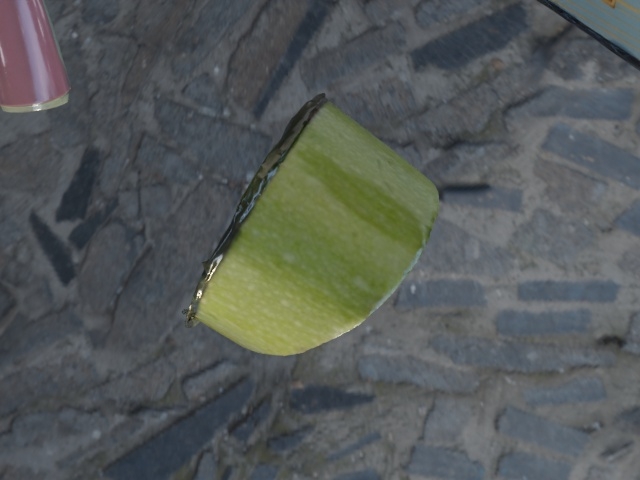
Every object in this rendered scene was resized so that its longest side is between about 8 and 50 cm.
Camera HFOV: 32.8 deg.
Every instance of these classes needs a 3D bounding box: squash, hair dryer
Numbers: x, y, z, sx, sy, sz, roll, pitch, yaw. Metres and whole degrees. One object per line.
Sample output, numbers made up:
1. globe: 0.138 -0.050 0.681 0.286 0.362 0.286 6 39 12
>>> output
1. squash: -0.013 0.000 0.884 0.133 0.220 0.220 33 104 -7
2. hair dryer: -0.223 -0.157 0.809 0.054 0.154 0.106 -13 108 -10

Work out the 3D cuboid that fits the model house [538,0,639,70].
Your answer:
1. model house: 0.220 -0.229 0.637 0.178 0.271 0.206 -32 148 -19
